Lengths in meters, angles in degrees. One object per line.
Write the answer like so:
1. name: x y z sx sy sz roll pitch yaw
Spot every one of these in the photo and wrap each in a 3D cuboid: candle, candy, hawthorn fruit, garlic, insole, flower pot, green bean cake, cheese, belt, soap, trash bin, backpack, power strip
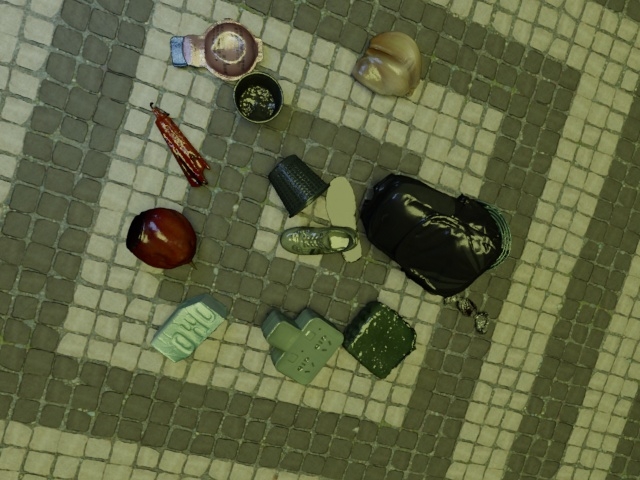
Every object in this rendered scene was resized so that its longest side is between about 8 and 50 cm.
1. candle: -0.452 -0.302 1.406 0.084 0.059 0.302 -37 101 -14
2. candy: 0.560 0.267 1.670 0.226 0.051 0.094 42 90 -13
3. hawthorn fruit: -0.474 0.008 1.374 0.251 0.189 0.189 43 87 -16
4. garlic: 0.247 -0.589 1.484 0.228 0.110 0.217 28 87 -12
5. insole: 0.087 -0.071 1.559 0.110 0.012 0.310 -17 99 -6
6. flower pot: -0.199 -0.445 1.414 0.157 0.107 0.158 -1 94 -9
7. green bean cake: 0.214 0.350 1.577 0.222 0.125 0.227 43 86 -10
8. cheese: -0.324 -0.596 1.388 0.285 0.074 0.189 -6 97 -7
9. belt: 0.579 -0.021 1.607 0.206 0.116 0.268 -17 102 -4
10. soap: -0.427 0.283 1.462 0.145 0.091 0.230 41 89 -13
11. trash bin: -0.083 -0.185 1.447 0.175 0.175 0.161 -40 89 -4
12. backpack: 0.346 -0.034 1.477 0.445 0.255 0.363 34 125 -5
13. power strip: -0.087 0.339 1.532 0.261 0.141 0.229 38 89 -27

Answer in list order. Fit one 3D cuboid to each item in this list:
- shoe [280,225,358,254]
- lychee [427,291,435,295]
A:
1. shoe: 0.000 0.000 1.505 0.274 0.098 0.103 -5 95 -4
2. lychee: 0.429 0.167 1.628 0.083 0.068 0.067 -24 59 -4
